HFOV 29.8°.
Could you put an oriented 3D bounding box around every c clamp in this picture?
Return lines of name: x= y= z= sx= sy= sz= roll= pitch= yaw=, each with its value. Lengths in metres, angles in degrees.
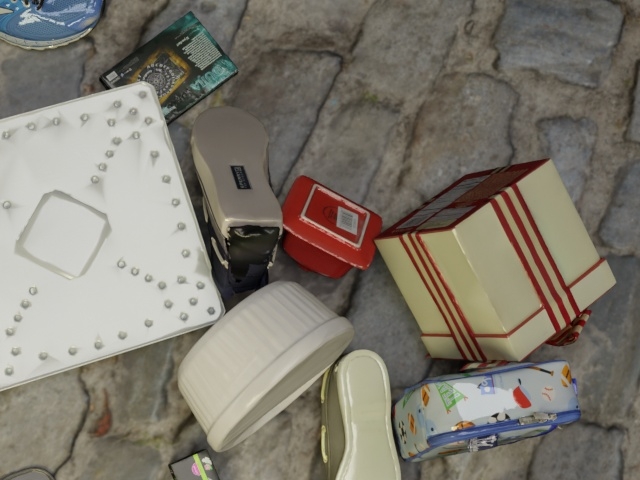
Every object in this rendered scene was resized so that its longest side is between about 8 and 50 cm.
c clamp: x=-0.443 y=0.403 z=1.759 sx=0.137 sy=0.022 sz=0.160 roll=-21 pitch=83 yaw=-20

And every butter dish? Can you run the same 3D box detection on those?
butter dish: x=0.000 y=0.000 z=1.882 sx=0.160 sy=0.118 sz=0.160 roll=27 pitch=34 yaw=-5

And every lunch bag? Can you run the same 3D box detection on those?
lunch bag: x=0.246 y=0.254 z=1.785 sx=0.243 sy=0.303 sz=0.114 roll=-6 pitch=78 yaw=-13

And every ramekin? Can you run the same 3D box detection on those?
ramekin: x=-0.089 y=0.175 z=1.757 sx=0.273 sy=0.273 sz=0.127 roll=-39 pitch=77 yaw=-16

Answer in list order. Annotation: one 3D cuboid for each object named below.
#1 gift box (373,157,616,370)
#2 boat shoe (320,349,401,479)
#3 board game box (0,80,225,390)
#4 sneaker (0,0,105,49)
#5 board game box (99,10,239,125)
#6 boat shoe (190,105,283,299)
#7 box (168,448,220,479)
gift box: x=0.249 y=0.057 z=1.832 sx=0.276 sy=0.255 sz=0.258 roll=-34 pitch=102 yaw=-22
boat shoe: x=0.055 y=0.322 z=1.843 sx=0.109 sy=0.091 sz=0.304 roll=3 pitch=80 yaw=-23
board game box: x=-0.385 y=-0.006 z=1.815 sx=0.390 sy=0.050 sz=0.389 roll=-17 pitch=85 yaw=-10
sneaker: x=-0.493 y=-0.379 z=1.824 sx=0.330 sy=0.147 sz=0.129 roll=5 pitch=79 yaw=-12
board game box: x=-0.240 y=-0.263 z=1.919 sx=0.186 sy=0.026 sz=0.126 roll=-39 pitch=91 yaw=-16
boat shoe: x=-0.137 y=-0.057 z=1.831 sx=0.127 sy=0.158 sz=0.340 roll=3 pitch=37 yaw=-12
box: x=-0.184 y=0.362 z=1.803 sx=0.062 sy=0.052 sz=0.083 roll=-22 pitch=86 yaw=-15
